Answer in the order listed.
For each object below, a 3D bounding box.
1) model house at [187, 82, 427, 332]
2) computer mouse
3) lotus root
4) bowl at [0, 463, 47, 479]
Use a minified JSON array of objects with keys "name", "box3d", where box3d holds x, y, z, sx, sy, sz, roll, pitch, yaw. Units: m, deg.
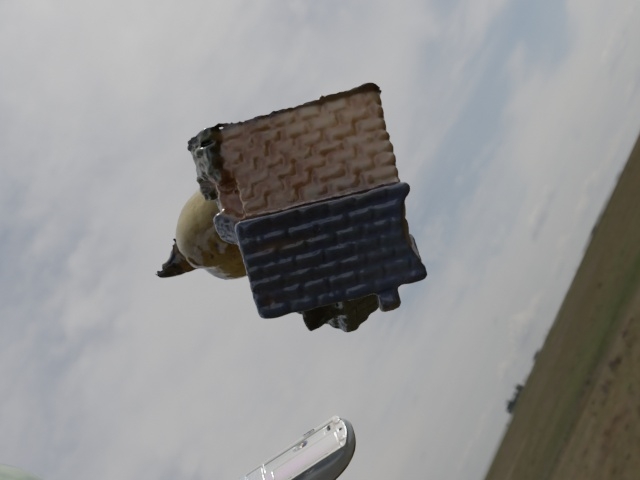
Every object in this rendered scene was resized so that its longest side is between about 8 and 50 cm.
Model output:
[{"name":"model house","box3d":[0.000,0.000,0.828,0.183,0.166,0.172,75,178,-67]},{"name":"computer mouse","box3d":[-0.033,0.321,1.373,0.199,0.045,0.102,-35,25,5]},{"name":"lotus root","box3d":[-0.099,-0.018,1.127,0.221,0.125,0.118,-33,35,28]},{"name":"bowl","box3d":[-0.486,0.465,1.393,0.354,0.354,0.185,-54,-7,-35]}]
